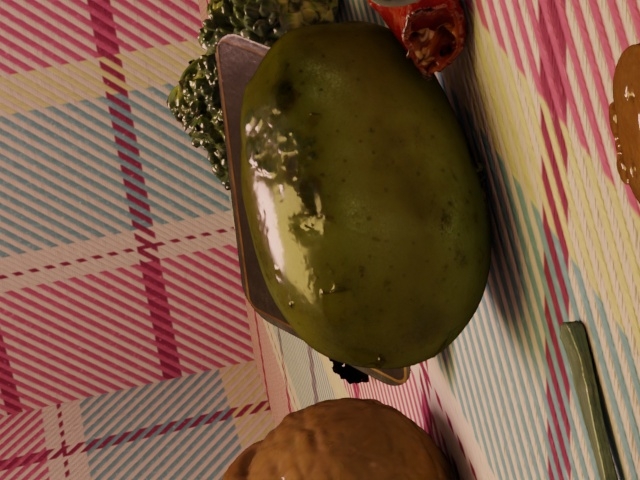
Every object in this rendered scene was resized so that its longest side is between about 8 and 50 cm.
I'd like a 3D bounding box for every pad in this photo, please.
[{"bbox_3d":[0.001,0.000,1.474,0.315,0.063,0.375,23,135,33],"label":"pad"}]

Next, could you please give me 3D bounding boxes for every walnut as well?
[{"bbox_3d":[0.024,0.331,1.640,0.333,0.332,0.333,168,90,-82],"label":"walnut"}]

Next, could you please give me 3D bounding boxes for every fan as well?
[{"bbox_3d":[0.203,0.151,1.053,0.038,0.016,0.193,101,157,-77],"label":"fan"}]

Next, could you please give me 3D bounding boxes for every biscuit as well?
[{"bbox_3d":[0.194,-0.045,0.783,0.184,0.027,0.133,-111,10,-48],"label":"biscuit"}]

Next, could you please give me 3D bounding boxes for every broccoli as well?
[{"bbox_3d":[-0.031,-0.177,1.630,0.288,0.248,0.245,-56,11,53],"label":"broccoli"}]

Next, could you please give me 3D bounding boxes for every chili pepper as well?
[{"bbox_3d":[0.079,-0.197,1.220,0.070,0.073,0.123,-50,37,22],"label":"chili pepper"}]

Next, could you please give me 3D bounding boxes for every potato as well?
[{"bbox_3d":[0.035,-0.038,1.258,0.216,0.216,0.304,114,134,-77],"label":"potato"}]

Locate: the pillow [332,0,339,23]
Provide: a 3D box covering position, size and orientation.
[{"bbox_3d":[-0.043,-0.343,1.842,0.281,0.076,0.274,108,141,-68],"label":"pillow"}]

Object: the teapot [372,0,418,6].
[{"bbox_3d":[0.061,-0.262,0.966,0.159,0.159,0.232,-111,12,-50],"label":"teapot"}]

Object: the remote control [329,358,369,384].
[{"bbox_3d":[-0.002,0.033,2.153,0.145,0.062,0.399,86,169,-47],"label":"remote control"}]
